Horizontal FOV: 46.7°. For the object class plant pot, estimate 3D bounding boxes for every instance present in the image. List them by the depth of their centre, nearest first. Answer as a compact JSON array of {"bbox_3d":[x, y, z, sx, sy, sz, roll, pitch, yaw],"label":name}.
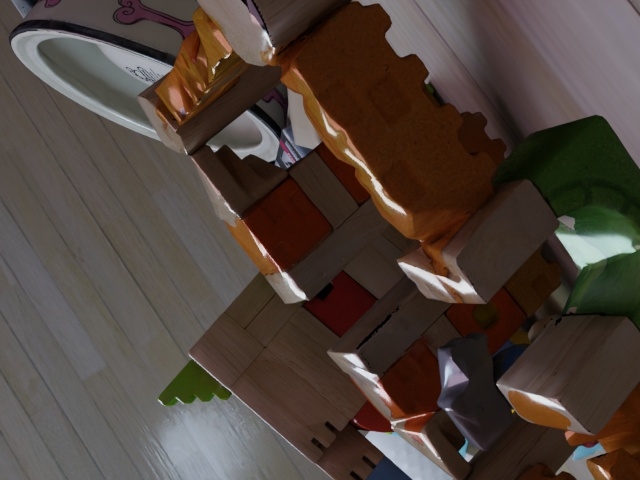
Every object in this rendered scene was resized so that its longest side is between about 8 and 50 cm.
[{"bbox_3d":[0.019,-0.165,0.810,0.109,0.109,0.096,-147,36,-71],"label":"plant pot"}]

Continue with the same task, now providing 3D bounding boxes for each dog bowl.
[{"bbox_3d":[-0.221,-0.262,1.082,0.408,0.150,0.408,18,171,3],"label":"dog bowl"}]

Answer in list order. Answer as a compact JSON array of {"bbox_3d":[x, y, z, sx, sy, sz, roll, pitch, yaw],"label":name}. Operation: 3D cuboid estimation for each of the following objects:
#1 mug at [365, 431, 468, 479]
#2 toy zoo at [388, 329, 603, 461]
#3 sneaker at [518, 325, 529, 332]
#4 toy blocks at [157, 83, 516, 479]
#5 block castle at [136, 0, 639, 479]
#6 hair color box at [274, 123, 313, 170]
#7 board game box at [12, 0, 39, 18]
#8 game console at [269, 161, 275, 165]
[{"bbox_3d":[0.215,0.506,1.383,0.328,0.374,0.276,45,163,30],"label":"mug"},{"bbox_3d":[0.167,0.169,0.819,0.293,0.030,0.192,15,127,15],"label":"toy zoo"},{"bbox_3d":[0.194,0.109,0.916,0.292,0.108,0.169,58,-176,-23],"label":"sneaker"},{"bbox_3d":[0.074,0.084,0.695,0.261,0.381,0.191,39,168,6],"label":"toy blocks"},{"bbox_3d":[0.114,-0.009,0.471,0.453,0.213,0.303,51,162,-9],"label":"block castle"},{"bbox_3d":[0.031,-0.072,1.065,0.185,0.113,0.374,56,173,1],"label":"hair color box"},{"bbox_3d":[-0.410,-0.501,1.304,0.224,0.303,0.097,54,172,13],"label":"board game box"},{"bbox_3d":[0.000,0.000,1.419,0.387,0.060,0.342,61,-174,36],"label":"game console"}]
